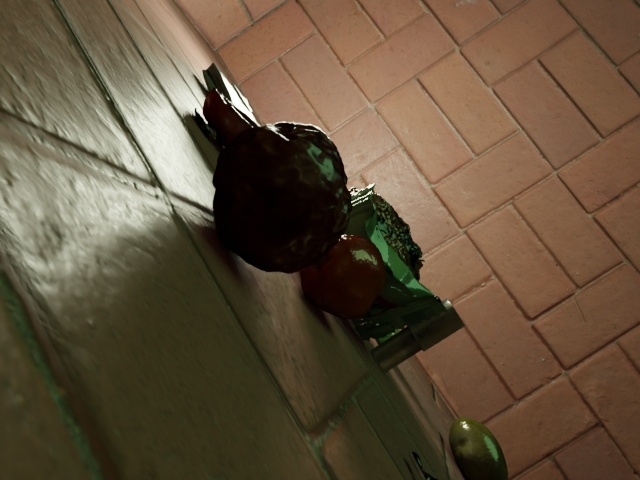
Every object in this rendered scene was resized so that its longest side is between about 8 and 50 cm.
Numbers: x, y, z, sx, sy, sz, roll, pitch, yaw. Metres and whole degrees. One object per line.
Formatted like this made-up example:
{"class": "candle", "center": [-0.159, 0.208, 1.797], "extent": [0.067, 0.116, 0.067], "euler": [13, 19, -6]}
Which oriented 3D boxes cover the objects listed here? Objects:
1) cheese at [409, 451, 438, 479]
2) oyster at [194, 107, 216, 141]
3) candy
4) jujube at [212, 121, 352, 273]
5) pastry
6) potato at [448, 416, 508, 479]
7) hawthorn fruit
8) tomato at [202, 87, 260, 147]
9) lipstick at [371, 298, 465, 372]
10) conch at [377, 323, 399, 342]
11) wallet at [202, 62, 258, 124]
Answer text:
{"class": "cheese", "center": [0.190, 0.427, 0.878], "extent": [0.086, 0.036, 0.162], "euler": [50, 7, -35]}
{"class": "oyster", "center": [-0.251, -0.249, 1.131], "extent": [0.083, 0.019, 0.054], "euler": [54, 3, -3]}
{"class": "candy", "center": [0.118, 0.082, 1.275], "extent": [0.398, 0.263, 0.172], "euler": [52, 41, -27]}
{"class": "jujube", "center": [-0.052, -0.061, 0.747], "extent": [0.213, 0.213, 0.232], "euler": [55, 9, -15]}
{"class": "pastry", "center": [0.141, 0.045, 1.520], "extent": [0.337, 0.293, 0.405], "euler": [-77, 144, -69]}
{"class": "potato", "center": [0.504, 0.681, 1.655], "extent": [0.174, 0.159, 0.251], "euler": [27, 28, -27]}
{"class": "hawthorn fruit", "center": [0.043, 0.070, 1.060], "extent": [0.189, 0.189, 0.189], "euler": [56, 5, -7]}
{"class": "tomato", "center": [-0.198, -0.252, 1.245], "extent": [0.228, 0.101, 0.228], "euler": [47, 5, -6]}
{"class": "lipstick", "center": [0.260, 0.260, 1.413], "extent": [0.077, 0.253, 0.079], "euler": [56, 3, -13]}
{"class": "conch", "center": [0.228, 0.257, 1.828], "extent": [0.143, 0.137, 0.250], "euler": [53, 5, -40]}
{"class": "wallet", "center": [-0.273, -0.425, 1.785], "extent": [0.252, 0.083, 0.360], "euler": [65, 7, 29]}
